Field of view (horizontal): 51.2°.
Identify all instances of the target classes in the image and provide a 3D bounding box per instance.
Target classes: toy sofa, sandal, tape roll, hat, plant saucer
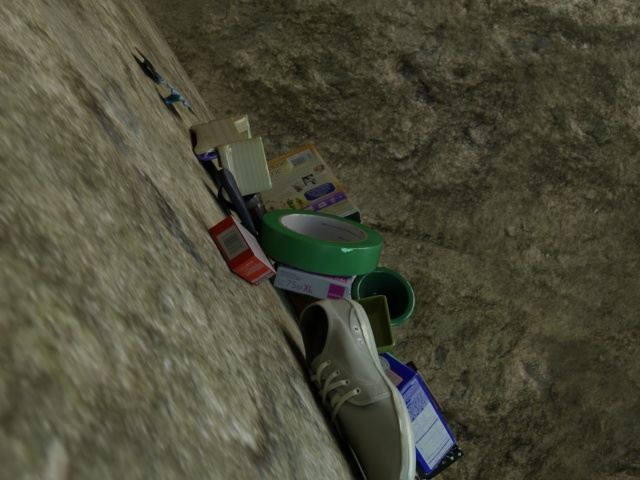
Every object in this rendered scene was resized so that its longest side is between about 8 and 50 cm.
[{"bbox_3d":[-0.258,-0.238,1.878,0.362,0.177,0.150,-123,-159,-66],"label":"toy sofa"},{"bbox_3d":[-0.207,-0.073,1.626,0.254,0.055,0.097,73,-5,-53],"label":"sandal"},{"bbox_3d":[0.000,0.000,1.750,0.321,0.322,0.077,-121,-139,-70],"label":"tape roll"},{"bbox_3d":[0.143,0.183,1.783,0.173,0.208,0.183,29,-40,4],"label":"hat"},{"bbox_3d":[0.076,0.218,1.580,0.188,0.188,0.045,-94,170,-56],"label":"plant saucer"}]

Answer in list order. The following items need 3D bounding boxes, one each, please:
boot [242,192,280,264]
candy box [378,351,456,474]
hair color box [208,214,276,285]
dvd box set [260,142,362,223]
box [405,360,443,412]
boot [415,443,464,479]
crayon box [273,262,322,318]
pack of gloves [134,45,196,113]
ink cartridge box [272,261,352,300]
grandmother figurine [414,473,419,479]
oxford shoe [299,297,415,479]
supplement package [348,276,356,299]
[{"bbox_3d":[-0.182,-0.062,1.944,0.263,0.091,0.228,-113,177,-62],"label":"boot"},{"bbox_3d":[0.164,0.387,1.639,0.268,0.122,0.317,31,-22,48],"label":"candy box"},{"bbox_3d":[-0.143,0.023,1.249,0.093,0.053,0.167,57,1,17],"label":"hair color box"},{"bbox_3d":[-0.088,-0.138,2.192,0.420,0.308,0.062,-122,-169,-45],"label":"dvd box set"},{"bbox_3d":[0.292,0.558,2.348,0.167,0.203,0.168,58,0,-2],"label":"box"},{"bbox_3d":[0.318,0.630,1.911,0.085,0.179,0.236,58,0,21],"label":"boot"},{"bbox_3d":[-0.012,0.196,1.869,0.202,0.081,0.318,57,0,-41],"label":"crayon box"},{"bbox_3d":[-0.432,-0.419,1.829,0.195,0.046,0.232,46,-1,-6],"label":"pack of gloves"},{"bbox_3d":[-0.006,0.073,1.755,0.186,0.065,0.311,15,13,2],"label":"ink cartridge box"},{"bbox_3d":[0.171,0.484,1.326,0.342,0.104,0.208,55,8,23],"label":"grandmother figurine"},{"bbox_3d":[0.053,0.281,1.241,0.130,0.169,0.449,10,37,-27],"label":"oxford shoe"},{"bbox_3d":[0.063,0.139,2.155,0.262,0.198,0.199,58,-30,16],"label":"supplement package"}]
